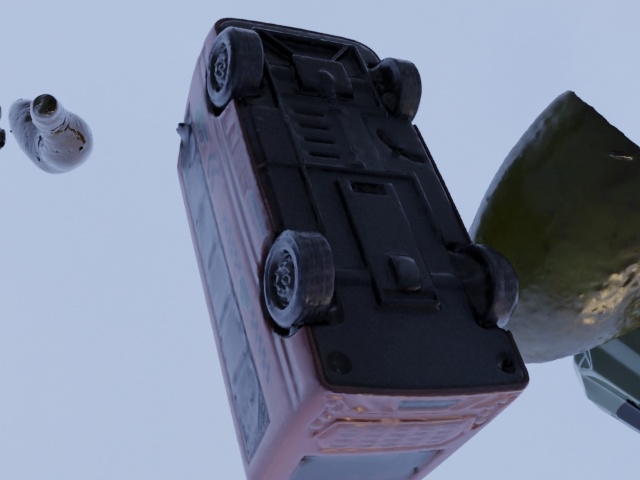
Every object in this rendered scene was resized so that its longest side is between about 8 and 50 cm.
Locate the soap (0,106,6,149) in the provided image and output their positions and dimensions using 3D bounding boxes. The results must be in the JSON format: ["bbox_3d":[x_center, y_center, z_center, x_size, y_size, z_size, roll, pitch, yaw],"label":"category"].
[{"bbox_3d":[-0.354,-0.016,0.746,0.073,0.232,0.140,33,-155,-32],"label":"soap"}]

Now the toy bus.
[{"bbox_3d":[0.000,0.000,0.821,0.203,0.233,0.426,5,-133,-27],"label":"toy bus"}]

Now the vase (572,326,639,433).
[{"bbox_3d":[0.458,0.205,1.028,0.165,0.165,0.360,-20,-139,-27],"label":"vase"}]

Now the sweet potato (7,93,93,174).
[{"bbox_3d":[-0.347,-0.135,1.169,0.108,0.346,0.079,42,-102,-22],"label":"sweet potato"}]

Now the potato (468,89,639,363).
[{"bbox_3d":[0.259,0.035,0.894,0.269,0.255,0.112,34,-163,-23],"label":"potato"}]
